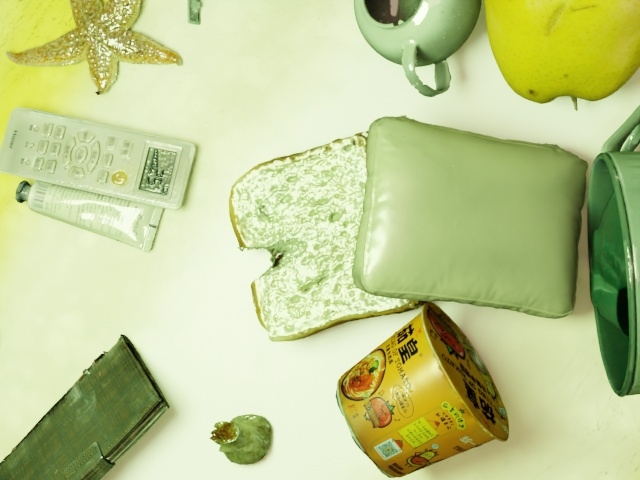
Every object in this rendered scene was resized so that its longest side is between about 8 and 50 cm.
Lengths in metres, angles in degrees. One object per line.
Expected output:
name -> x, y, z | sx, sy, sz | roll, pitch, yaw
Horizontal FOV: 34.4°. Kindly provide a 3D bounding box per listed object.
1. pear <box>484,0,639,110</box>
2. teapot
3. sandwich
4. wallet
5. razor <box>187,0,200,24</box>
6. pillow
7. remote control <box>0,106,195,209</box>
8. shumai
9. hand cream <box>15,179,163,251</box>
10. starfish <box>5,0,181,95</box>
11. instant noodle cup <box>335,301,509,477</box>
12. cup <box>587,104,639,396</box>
pear -> 0.349, -0.358, 1.407 | 0.285, 0.336, 0.285 | 8, 48, -8
teapot -> 0.132, -0.347, 1.478 | 0.193, 0.129, 0.294 | -16, 81, 37
sandwich -> 0.000, 0.000, 1.523 | 0.249, 0.095, 0.273 | -17, 84, 12
wallet -> -0.372, 0.306, 1.574 | 0.317, 0.044, 0.169 | -46, 47, 3
razor -> -0.106, -0.384, 1.599 | 0.211, 0.036, 0.084 | -1, 88, 12
pillow -> 0.210, -0.031, 1.428 | 0.322, 0.120, 0.255 | 10, 81, -14
remote control -> -0.353, -0.127, 1.628 | 0.313, 0.055, 0.109 | 12, 81, 8
shumai -> -0.117, 0.296, 1.533 | 0.083, 0.080, 0.082 | -33, 82, 6
hand cream -> -0.366, -0.049, 1.629 | 0.234, 0.050, 0.080 | 16, 89, 8
starfish -> -0.364, -0.347, 1.646 | 0.295, 0.048, 0.231 | 0, 96, 14
instant noodle cup -> 0.136, 0.218, 1.431 | 0.172, 0.216, 0.215 | -33, 80, 17
cup -> 0.533, -0.012, 1.313 | 0.392, 0.310, 0.401 | -4, 87, 6
